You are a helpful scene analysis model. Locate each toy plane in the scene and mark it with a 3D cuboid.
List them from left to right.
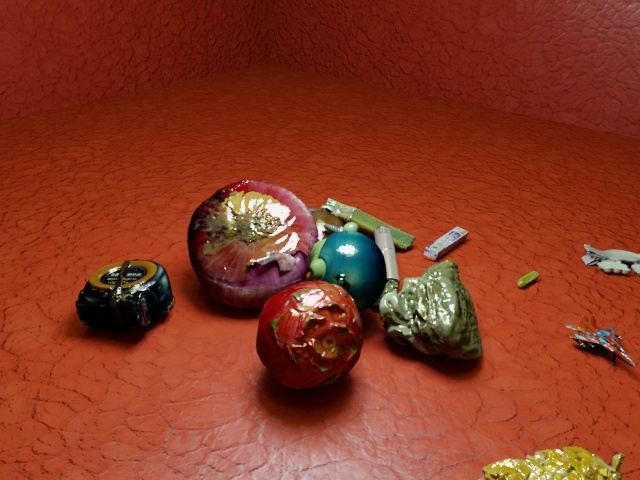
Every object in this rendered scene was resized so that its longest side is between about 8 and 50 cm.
[{"bbox_3d":[0.664,0.244,1.431,0.130,0.061,0.189,-5,33,-16],"label":"toy plane"}]

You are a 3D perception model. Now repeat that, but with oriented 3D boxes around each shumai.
[{"bbox_3d":[0.168,0.143,1.591,0.080,0.083,0.082,21,46,-34],"label":"shumai"},{"bbox_3d":[0.252,0.182,1.433,0.218,0.189,0.255,-13,34,13],"label":"shumai"}]

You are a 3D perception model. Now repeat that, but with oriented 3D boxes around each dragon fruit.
[{"bbox_3d":[-0.020,0.195,1.277,0.241,0.240,0.252,3,27,1],"label":"dragon fruit"}]

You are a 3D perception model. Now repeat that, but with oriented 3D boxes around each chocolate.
[{"bbox_3d":[-0.010,-0.004,1.741,0.177,0.176,0.176,2,28,-1],"label":"chocolate"}]

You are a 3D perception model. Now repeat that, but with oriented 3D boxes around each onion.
[{"bbox_3d":[-0.175,0.022,1.607,0.348,0.285,0.347,0,66,0],"label":"onion"}]

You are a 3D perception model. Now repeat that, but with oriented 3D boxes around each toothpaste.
[{"bbox_3d":[0.386,0.011,1.873,0.047,0.040,0.196,27,36,31],"label":"toothpaste"}]

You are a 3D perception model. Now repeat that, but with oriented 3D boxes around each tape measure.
[{"bbox_3d":[-0.461,0.133,1.467,0.202,0.135,0.223,-1,24,14],"label":"tape measure"}]

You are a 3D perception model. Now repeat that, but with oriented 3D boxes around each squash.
[{"bbox_3d":[0.577,0.111,1.711,0.083,0.027,0.027,-21,36,-36],"label":"squash"}]

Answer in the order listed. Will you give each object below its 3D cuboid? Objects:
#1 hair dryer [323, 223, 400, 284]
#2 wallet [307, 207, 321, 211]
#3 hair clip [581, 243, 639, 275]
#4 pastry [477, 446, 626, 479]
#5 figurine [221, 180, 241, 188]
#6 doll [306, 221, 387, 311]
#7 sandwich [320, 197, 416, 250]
[{"bbox_3d":[0.112,0.020,1.670,0.220,0.053,0.195,19,43,-25],"label":"hair dryer"},{"bbox_3d":[-0.087,-0.069,1.991,0.222,0.036,0.167,8,27,6],"label":"wallet"},{"bbox_3d":[0.895,0.056,1.825,0.220,0.054,0.140,6,23,1],"label":"hair clip"},{"bbox_3d":[0.396,0.420,1.017,0.250,0.102,0.154,-5,17,-10],"label":"pastry"},{"bbox_3d":[-0.255,-0.112,1.969,0.164,0.120,0.262,23,26,25],"label":"figurine"},{"bbox_3d":[0.071,0.067,1.500,0.186,0.198,0.322,-6,13,11],"label":"doll"},{"bbox_3d":[0.138,-0.046,1.827,0.245,0.063,0.212,22,-1,27],"label":"sandwich"}]
